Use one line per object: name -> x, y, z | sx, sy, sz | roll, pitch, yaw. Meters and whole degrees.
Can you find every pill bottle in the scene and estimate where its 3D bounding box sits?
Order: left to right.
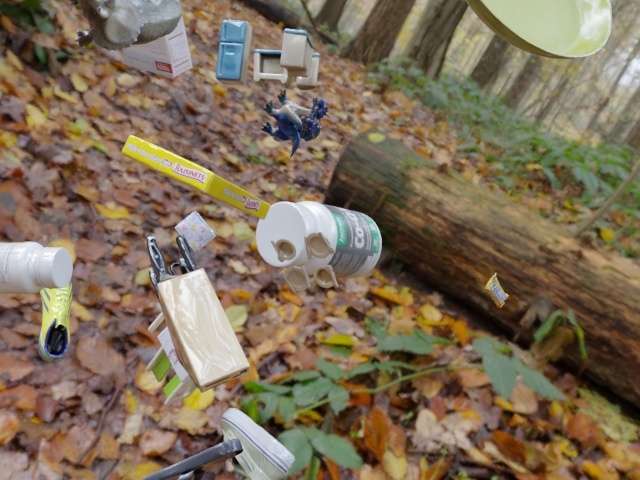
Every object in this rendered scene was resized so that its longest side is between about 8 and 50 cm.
pill bottle -> -0.750, 0.069, 1.597 | 0.229, 0.131, 0.131 | -1, 15, 7
pill bottle -> 0.000, 0.000, 1.787 | 0.204, 0.204, 0.361 | 40, 18, 31

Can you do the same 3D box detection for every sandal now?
sandal -> -0.267, 0.465, 1.254 | 0.055, 0.254, 0.097 | 66, 9, 22

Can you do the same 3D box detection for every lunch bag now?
lunch bag -> -0.318, -0.021, 1.633 | 0.083, 0.071, 0.053 | 49, -4, 2

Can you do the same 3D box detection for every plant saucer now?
plant saucer -> 0.238, -0.307, 0.750 | 0.240, 0.037, 0.241 | 11, 65, -24

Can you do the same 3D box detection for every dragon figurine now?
dragon figurine -> -0.060, -0.253, 1.492 | 0.144, 0.085, 0.289 | 44, -22, 9

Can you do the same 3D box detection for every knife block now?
knife block -> -0.231, 0.110, 1.126 | 0.088, 0.242, 0.275 | -20, 14, -20

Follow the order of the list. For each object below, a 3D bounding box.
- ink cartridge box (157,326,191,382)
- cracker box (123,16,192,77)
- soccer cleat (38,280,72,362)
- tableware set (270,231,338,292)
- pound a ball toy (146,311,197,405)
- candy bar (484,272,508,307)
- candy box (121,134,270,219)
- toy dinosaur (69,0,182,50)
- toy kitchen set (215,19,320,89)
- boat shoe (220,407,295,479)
ink cartridge box -> -0.297, 0.248, 1.448 | 0.088, 0.052, 0.123 | -9, 62, -53
cracker box -> -0.365, -0.476, 1.354 | 0.155, 0.232, 0.067 | 22, 45, 29
soccer cleat -> -0.761, 0.208, 1.860 | 0.093, 0.290, 0.121 | 6, -9, -36
tableware set -> -0.033, 0.052, 1.452 | 0.168, 0.141, 0.020 | -8, 21, 33
pound a ball toy -> -0.364, 0.280, 1.731 | 0.135, 0.319, 0.208 | -18, 68, -42
candy bar -> 0.389, 0.112, 1.417 | 0.018, 0.040, 0.161 | 32, -6, 33
candy box -> -0.134, -0.067, 0.741 | 0.105, 0.027, 0.206 | 23, -1, 13
toy dinosaur -> -0.306, -0.369, 1.063 | 0.160, 0.121, 0.313 | 20, 27, 22
toy kitchen set -> -0.110, -0.371, 1.214 | 0.206, 0.122, 0.166 | 6, -1, 10
boat shoe -> -0.162, 0.441, 1.374 | 0.109, 0.094, 0.302 | 51, -21, -17
